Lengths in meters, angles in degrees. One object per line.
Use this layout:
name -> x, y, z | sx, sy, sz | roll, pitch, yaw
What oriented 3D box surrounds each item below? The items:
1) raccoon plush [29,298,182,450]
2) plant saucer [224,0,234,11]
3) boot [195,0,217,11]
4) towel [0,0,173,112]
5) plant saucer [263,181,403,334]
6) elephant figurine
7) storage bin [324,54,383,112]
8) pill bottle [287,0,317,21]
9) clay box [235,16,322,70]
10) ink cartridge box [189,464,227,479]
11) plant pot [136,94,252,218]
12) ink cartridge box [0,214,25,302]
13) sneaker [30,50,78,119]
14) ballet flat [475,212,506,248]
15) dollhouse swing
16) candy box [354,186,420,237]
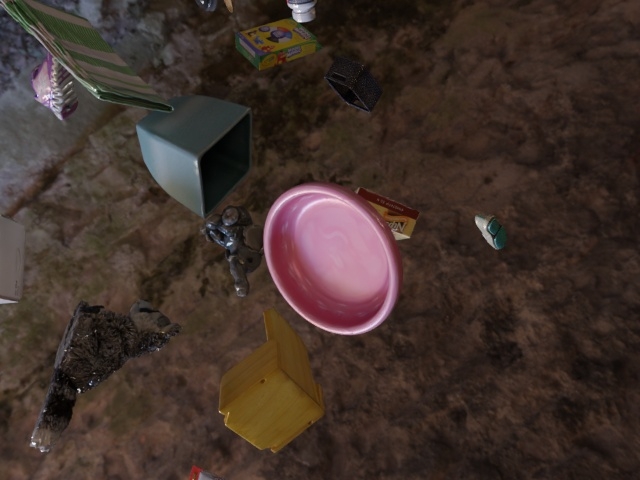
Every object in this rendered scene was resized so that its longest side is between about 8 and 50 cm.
raccoon plush -> -0.597, 0.374, 1.393 | 0.216, 0.299, 0.445 | -13, -121, 56
plant saucer -> -0.302, -0.797, 1.592 | 0.015, 0.083, 0.083 | -26, -172, -13
boot -> -0.560, -0.948, 1.544 | 0.446, 0.366, 0.146 | -6, -164, -24
towel -> -0.502, -0.409, 1.061 | 0.038, 0.325, 0.248 | -49, 172, 18
plant saucer -> 0.030, 0.033, 1.011 | 0.332, 0.332, 0.084 | -31, 179, 43
elephant figurine -> -0.229, 0.023, 1.422 | 0.186, 0.239, 0.169 | -37, 179, -12
storage bin -> 0.110, -0.502, 1.562 | 0.084, 0.122, 0.180 | -59, 149, 3
pill bottle -> -0.067, -0.858, 1.667 | 0.108, 0.180, 0.107 | -5, -137, 4
clay box -> -0.113, -0.566, 1.376 | 0.222, 0.127, 0.053 | -30, 152, -24
ink cartridge box -> -0.271, 0.568, 1.035 | 0.179, 0.045, 0.145 | -14, -123, 49
plant pot -> -0.366, -0.262, 1.367 | 0.247, 0.253, 0.247 | -56, 166, -35
ink cartridge box -> -0.883, 0.050, 1.153 | 0.284, 0.207, 0.117 | -3, 168, -7
sneaker -> -0.692, -0.424, 1.244 | 0.236, 0.105, 0.095 | -56, -172, 46
ballet flat -> 0.447, -0.029, 1.271 | 0.052, 0.168, 0.057 | 30, -97, 39
dollhouse swing -> -0.185, 0.470, 1.682 | 0.315, 0.346, 0.305 | -37, -140, -3
candy box -> 0.159, -0.069, 1.456 | 0.316, 0.183, 0.087 | 162, -50, -84
